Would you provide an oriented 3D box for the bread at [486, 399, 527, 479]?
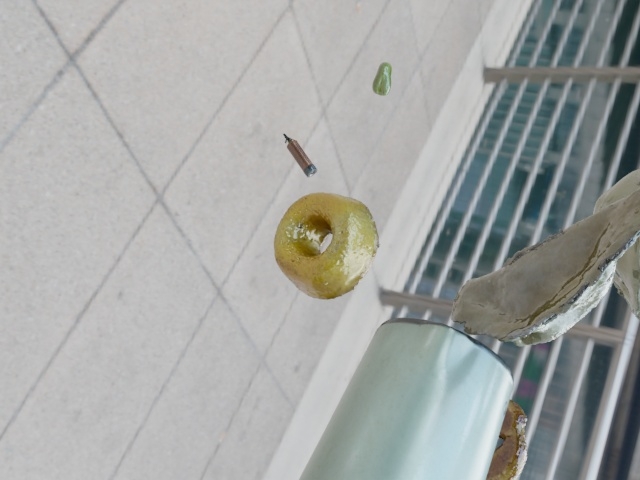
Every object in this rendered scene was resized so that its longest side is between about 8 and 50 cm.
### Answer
[{"bbox_3d":[0.335,0.396,1.487,0.064,0.193,0.193,21,82,-25],"label":"bread"}]

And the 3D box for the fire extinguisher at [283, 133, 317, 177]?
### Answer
[{"bbox_3d":[-0.037,-0.146,1.292,0.022,0.083,0.028,-35,166,7],"label":"fire extinguisher"}]

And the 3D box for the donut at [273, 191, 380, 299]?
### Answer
[{"bbox_3d":[0.002,0.000,1.823,0.108,0.278,0.277,34,71,-45],"label":"donut"}]

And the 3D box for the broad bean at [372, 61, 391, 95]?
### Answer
[{"bbox_3d":[0.151,-0.390,1.838,0.063,0.045,0.083,66,35,-75],"label":"broad bean"}]

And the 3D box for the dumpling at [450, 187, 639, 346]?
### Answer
[{"bbox_3d":[0.288,0.069,0.948,0.332,0.086,0.166,-40,-155,45],"label":"dumpling"}]

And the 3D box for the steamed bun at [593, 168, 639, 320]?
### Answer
[{"bbox_3d":[0.691,0.014,1.435,0.219,0.310,0.324,-47,124,-75],"label":"steamed bun"}]

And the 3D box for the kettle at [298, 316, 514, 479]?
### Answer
[{"bbox_3d":[0.117,0.346,1.115,0.376,0.250,0.361,-62,158,-26],"label":"kettle"}]
